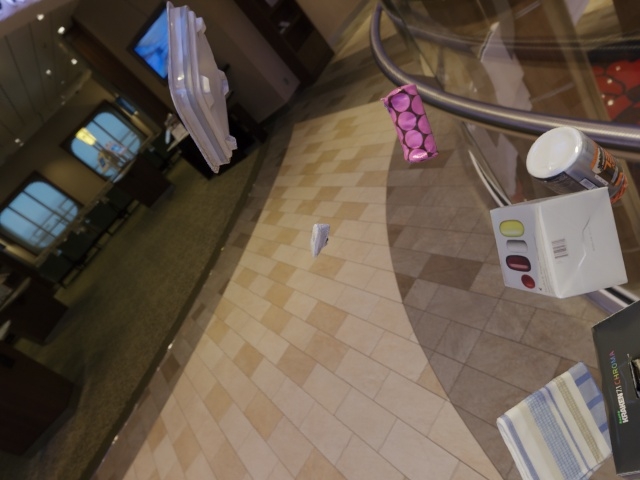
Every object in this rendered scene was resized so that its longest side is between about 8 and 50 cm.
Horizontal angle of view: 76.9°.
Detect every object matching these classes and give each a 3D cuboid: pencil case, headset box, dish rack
[{"bbox_3d":[0.245,-0.312,1.101,0.098,0.210,0.095,-22,13,10],"label":"pencil case"},{"bbox_3d":[0.562,0.244,0.582,0.131,0.282,0.247,112,180,-51],"label":"headset box"},{"bbox_3d":[-0.274,-0.364,0.965,0.072,0.286,0.333,-13,64,1],"label":"dish rack"}]

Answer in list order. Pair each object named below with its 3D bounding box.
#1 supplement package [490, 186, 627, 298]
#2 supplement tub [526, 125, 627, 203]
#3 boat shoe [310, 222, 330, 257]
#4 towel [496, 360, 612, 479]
[{"bbox_3d":[0.501,0.004,0.874,0.149,0.195,0.203,-12,0,-3],"label":"supplement package"},{"bbox_3d":[0.875,-0.237,1.366,0.193,0.315,0.194,-42,37,44],"label":"supplement tub"},{"bbox_3d":[0.000,0.000,1.499,0.063,0.184,0.066,-7,49,-14],"label":"boat shoe"},{"bbox_3d":[0.534,0.424,0.890,0.284,0.210,0.034,-22,-8,-20],"label":"towel"}]
